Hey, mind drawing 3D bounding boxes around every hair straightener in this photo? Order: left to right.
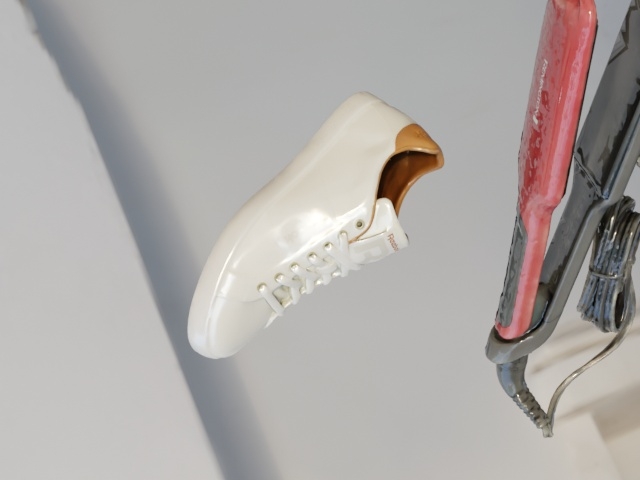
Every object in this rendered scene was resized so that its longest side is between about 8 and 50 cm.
[{"bbox_3d":[0.127,-0.007,0.599,0.089,0.047,0.230,-3,121,-13],"label":"hair straightener"}]

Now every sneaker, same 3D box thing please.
[{"bbox_3d":[0.000,0.000,1.226,0.290,0.123,0.106,-52,151,-9],"label":"sneaker"}]
